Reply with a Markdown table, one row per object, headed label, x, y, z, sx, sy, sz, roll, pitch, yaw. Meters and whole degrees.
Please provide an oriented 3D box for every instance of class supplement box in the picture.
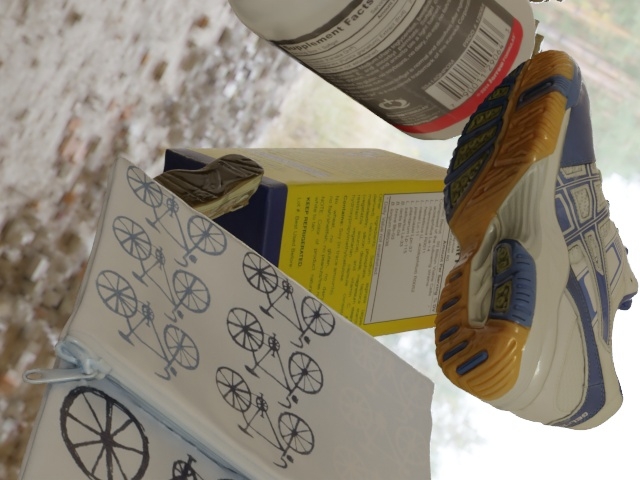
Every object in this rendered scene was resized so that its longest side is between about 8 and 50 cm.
| label | x | y | z | sx | sy | sz | roll | pitch | yaw |
| --- | --- | --- | --- | --- | --- | --- | --- | --- | --- |
| supplement box | 0.000 | 0.000 | 1.460 | 0.357 | 0.195 | 0.194 | -4 | 108 | -43 |

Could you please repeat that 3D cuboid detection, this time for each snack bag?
| label | x | y | z | sx | sy | sz | roll | pitch | yaw |
| --- | --- | --- | --- | --- | --- | --- | --- | --- | --- |
| snack bag | -0.040 | 0.146 | 0.755 | 0.037 | 0.323 | 0.342 | -34 | -150 | 32 |

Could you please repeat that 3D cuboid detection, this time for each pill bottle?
| label | x | y | z | sx | sy | sz | roll | pitch | yaw |
| --- | --- | --- | --- | --- | --- | --- | --- | --- | --- |
| pill bottle | 0.030 | -0.225 | 1.043 | 0.176 | 0.318 | 0.176 | -22 | -125 | 35 |

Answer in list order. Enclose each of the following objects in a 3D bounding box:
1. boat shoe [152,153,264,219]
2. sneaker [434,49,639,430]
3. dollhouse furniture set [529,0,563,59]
| label | x | y | z | sx | sy | sz | roll | pitch | yaw |
| --- | --- | --- | --- | --- | --- | --- | --- | --- | --- |
| boat shoe | -0.107 | -0.035 | 1.074 | 0.153 | 0.056 | 0.048 | -31 | 147 | -54 |
| sneaker | 0.164 | 0.000 | 0.879 | 0.112 | 0.131 | 0.296 | -30 | -142 | 49 |
| dollhouse furniture set | 0.187 | -0.274 | 1.284 | 0.144 | 0.123 | 0.151 | -40 | 150 | -53 |
